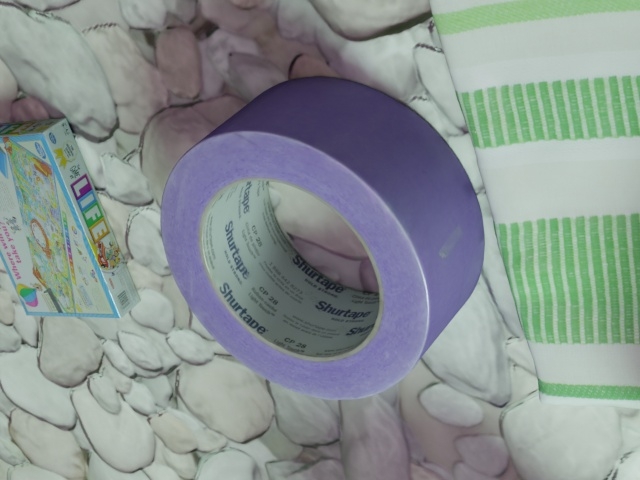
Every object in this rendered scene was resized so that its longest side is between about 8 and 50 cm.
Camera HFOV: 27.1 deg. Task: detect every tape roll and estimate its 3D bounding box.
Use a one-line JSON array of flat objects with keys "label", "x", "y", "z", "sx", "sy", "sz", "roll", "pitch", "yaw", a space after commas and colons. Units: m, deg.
[{"label": "tape roll", "x": 0.000, "y": 0.000, "z": 0.820, "sx": 0.189, "sy": 0.080, "sz": 0.189, "roll": 19, "pitch": 129, "yaw": 25}]

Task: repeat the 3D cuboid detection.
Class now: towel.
[{"label": "towel", "x": 0.185, "y": -0.046, "z": 0.688, "sx": 0.248, "sy": 0.038, "sz": 0.324, "roll": -1, "pitch": 119, "yaw": 36}]

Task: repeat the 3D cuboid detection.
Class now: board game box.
[{"label": "board game box", "x": -0.205, "y": -0.014, "z": 0.990, "sx": 0.103, "sy": 0.026, "sz": 0.154, "roll": 0, "pitch": 119, "yaw": 35}]
